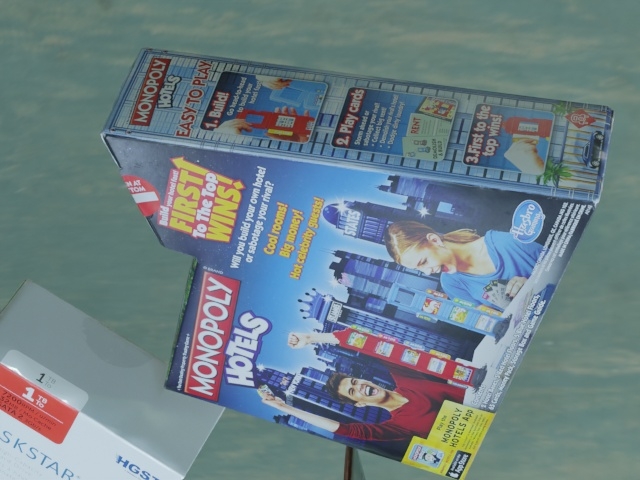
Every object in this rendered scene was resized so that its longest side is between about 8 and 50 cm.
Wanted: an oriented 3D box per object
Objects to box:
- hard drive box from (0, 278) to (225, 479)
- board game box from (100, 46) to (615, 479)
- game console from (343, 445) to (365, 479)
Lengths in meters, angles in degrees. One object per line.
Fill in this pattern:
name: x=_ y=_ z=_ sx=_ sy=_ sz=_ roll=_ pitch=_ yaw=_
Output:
hard drive box: x=-0.203 y=0.168 z=1.346 sx=0.181 sy=0.232 sz=0.089 roll=31 pitch=42 yaw=-1
board game box: x=0.000 y=0.000 z=0.743 sx=0.194 sy=0.194 sz=0.060 roll=19 pitch=46 yaw=0
game console: x=0.060 y=0.185 z=0.900 sx=0.085 sy=0.124 sz=0.144 roll=-35 pitch=115 yaw=-50
